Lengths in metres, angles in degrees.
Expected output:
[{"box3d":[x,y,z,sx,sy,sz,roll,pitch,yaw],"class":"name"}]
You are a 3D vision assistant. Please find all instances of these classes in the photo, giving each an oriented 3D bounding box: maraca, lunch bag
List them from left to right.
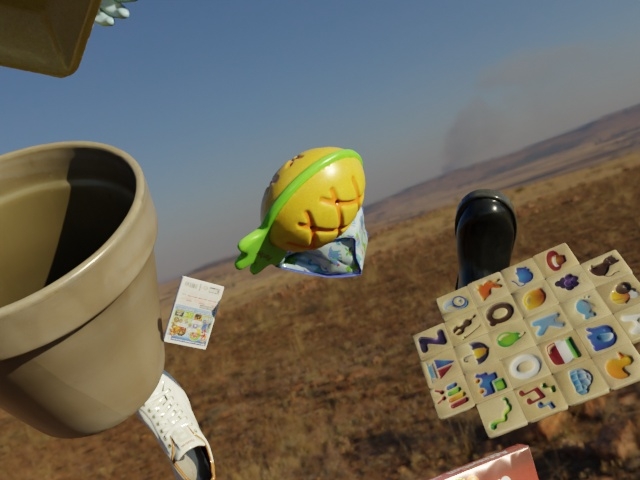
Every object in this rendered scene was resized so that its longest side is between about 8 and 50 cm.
[{"box3d":[-0.023,-0.031,0.809,0.185,0.099,0.127,-46,-24,6],"class":"maraca"},{"box3d":[0.000,0.000,1.249,0.151,0.096,0.129,-6,27,14],"class":"lunch bag"}]

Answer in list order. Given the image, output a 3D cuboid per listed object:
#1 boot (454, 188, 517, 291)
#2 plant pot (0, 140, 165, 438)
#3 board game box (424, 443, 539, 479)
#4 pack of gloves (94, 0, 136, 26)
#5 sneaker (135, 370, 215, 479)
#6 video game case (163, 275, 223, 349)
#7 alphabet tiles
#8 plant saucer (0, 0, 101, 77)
[{"box3d":[0.344,0.096,1.488,0.131,0.348,0.260,0,36,11],"class":"boot"},{"box3d":[-0.323,0.083,0.867,0.323,0.280,0.323,-8,38,7],"class":"plant pot"},{"box3d":[0.127,0.334,0.771,0.281,0.145,0.027,-14,-7,-21],"class":"board game box"},{"box3d":[-0.275,-0.376,0.875,0.232,0.195,0.046,32,7,32],"class":"pack of gloves"},{"box3d":[-0.289,0.372,1.450,0.106,0.290,0.123,-30,0,-28],"class":"sneaker"},{"box3d":[-0.232,0.133,1.313,0.087,0.122,0.011,19,-5,-37],"class":"video game case"},{"box3d":[0.312,0.137,1.062,0.343,0.011,0.285,-25,36,9],"class":"alphabet tiles"},{"box3d":[-0.386,-0.319,0.719,0.333,0.081,0.333,6,-26,-29],"class":"plant saucer"}]
